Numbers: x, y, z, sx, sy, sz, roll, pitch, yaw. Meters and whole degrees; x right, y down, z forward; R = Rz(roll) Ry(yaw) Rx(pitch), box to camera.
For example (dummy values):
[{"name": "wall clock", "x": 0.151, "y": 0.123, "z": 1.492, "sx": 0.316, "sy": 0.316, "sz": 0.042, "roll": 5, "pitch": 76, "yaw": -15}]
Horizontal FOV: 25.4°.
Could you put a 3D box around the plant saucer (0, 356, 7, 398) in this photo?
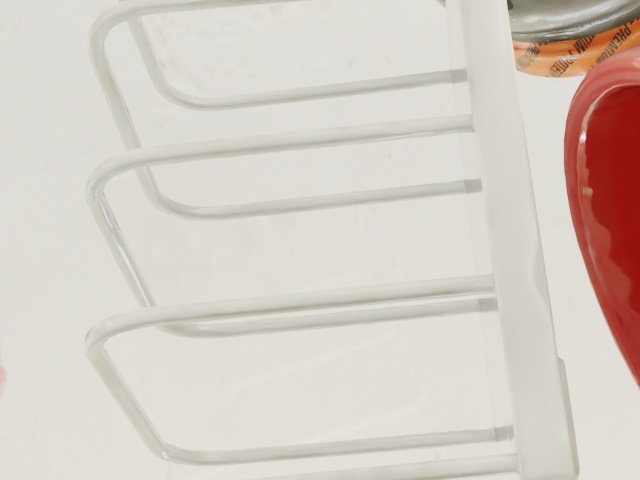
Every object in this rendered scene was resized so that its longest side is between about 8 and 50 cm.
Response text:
[{"name": "plant saucer", "x": -0.347, "y": 0.012, "z": 0.896, "sx": 0.332, "sy": 0.332, "sz": 0.084, "roll": 25, "pitch": -107, "yaw": -11}]

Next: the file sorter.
[{"name": "file sorter", "x": 0.000, "y": 0.000, "z": 0.593, "sx": 0.173, "sy": 0.277, "sz": 0.193, "roll": -5, "pitch": -26, "yaw": 4}]

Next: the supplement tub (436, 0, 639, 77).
[{"name": "supplement tub", "x": 0.104, "y": -0.251, "z": 0.773, "sx": 0.194, "sy": 0.193, "sz": 0.316, "roll": -26, "pitch": -49, "yaw": 10}]

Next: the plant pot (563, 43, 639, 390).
[{"name": "plant pot", "x": 0.261, "y": 0.003, "z": 0.510, "sx": 0.243, "sy": 0.275, "sz": 0.275, "roll": -29, "pitch": -68, "yaw": -9}]
